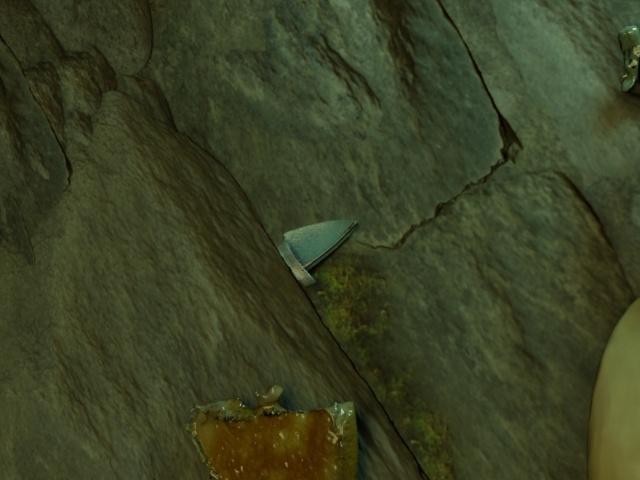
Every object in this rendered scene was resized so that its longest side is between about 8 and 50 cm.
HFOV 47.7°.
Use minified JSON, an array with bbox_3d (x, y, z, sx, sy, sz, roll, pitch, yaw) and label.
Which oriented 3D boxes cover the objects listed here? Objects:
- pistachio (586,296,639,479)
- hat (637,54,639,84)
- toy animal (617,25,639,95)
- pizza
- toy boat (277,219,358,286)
[{"bbox_3d":[0.357,0.204,0.698,0.214,0.193,0.318,136,140,-64],"label":"pistachio"},{"bbox_3d":[0.471,-0.117,0.695,0.238,0.209,0.336,-51,29,46],"label":"hat"},{"bbox_3d":[0.476,-0.234,0.806,0.255,0.090,0.170,20,108,40],"label":"toy animal"},{"bbox_3d":[-0.072,0.295,1.004,0.297,0.071,0.189,-6,87,32],"label":"pizza"},{"bbox_3d":[0.001,0.000,1.062,0.122,0.034,0.096,-40,61,6],"label":"toy boat"}]
